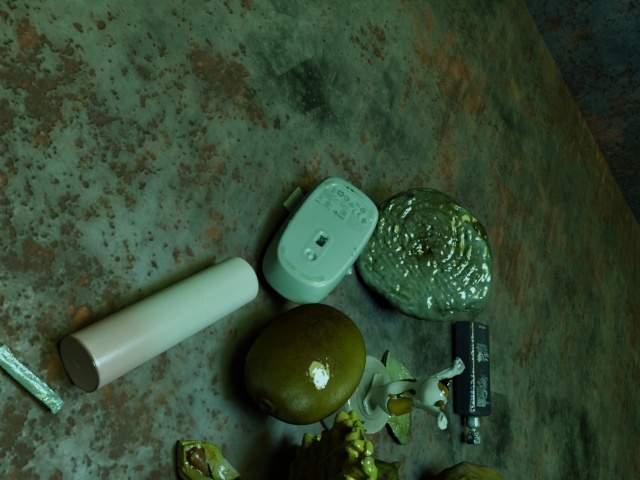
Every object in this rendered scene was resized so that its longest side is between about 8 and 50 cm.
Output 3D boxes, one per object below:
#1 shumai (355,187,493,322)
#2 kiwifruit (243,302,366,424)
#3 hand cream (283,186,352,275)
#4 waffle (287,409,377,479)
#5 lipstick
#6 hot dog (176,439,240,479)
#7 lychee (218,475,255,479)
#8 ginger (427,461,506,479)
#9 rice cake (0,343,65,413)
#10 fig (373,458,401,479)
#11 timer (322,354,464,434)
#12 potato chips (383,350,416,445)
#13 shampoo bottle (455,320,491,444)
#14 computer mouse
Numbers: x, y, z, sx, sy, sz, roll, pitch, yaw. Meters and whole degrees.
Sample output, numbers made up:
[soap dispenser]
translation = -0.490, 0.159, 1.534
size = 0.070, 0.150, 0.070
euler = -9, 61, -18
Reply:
[shumai]
translation = 0.242, 0.044, 1.519
size = 0.263, 0.303, 0.310
euler = 43, 38, -80
[kiwifruit]
translation = -0.029, 0.219, 1.123
size = 0.234, 0.195, 0.196
euler = -33, 105, -45
[hand cream]
translation = -0.001, -0.010, 1.337
size = 0.216, 0.038, 0.052
euler = 53, 22, -18
[waffle]
translation = 0.005, 0.416, 1.041
size = 0.058, 0.300, 0.282
euler = 21, 69, -18
[lipstick]
translation = -0.235, 0.119, 0.990
size = 0.326, 0.087, 0.087
euler = -28, 102, -49
[hot dog]
translation = -0.167, 0.385, 1.019
size = 0.169, 0.061, 0.078
euler = 56, 46, -22
[lychee]
translation = -0.138, 0.491, 0.874
size = 0.270, 0.269, 0.320
euler = 40, 70, -35
[ginger]
translation = 0.341, 0.631, 1.422
size = 0.270, 0.222, 0.200
euler = 60, 40, -15
[rice cake]
translation = -0.389, 0.185, 0.848
size = 0.022, 0.021, 0.121
euler = -51, 119, -31
[fig]
translation = 0.114, 0.485, 1.283
size = 0.154, 0.103, 0.109
euler = -30, 126, -40
[timer]
translation = 0.143, 0.299, 1.238
size = 0.175, 0.265, 0.176
euler = 15, 70, -46
[potato chips]
translation = 0.180, 0.356, 1.453
size = 0.142, 0.026, 0.209
euler = -28, 99, -45
[shampoo bottle]
translation = 0.396, 0.371, 1.661
size = 0.098, 0.071, 0.310
euler = 21, 67, -47
[computer mouse]
translation = -0.002, 0.003, 1.262
size = 0.159, 0.097, 0.288
euler = 35, 56, 0
